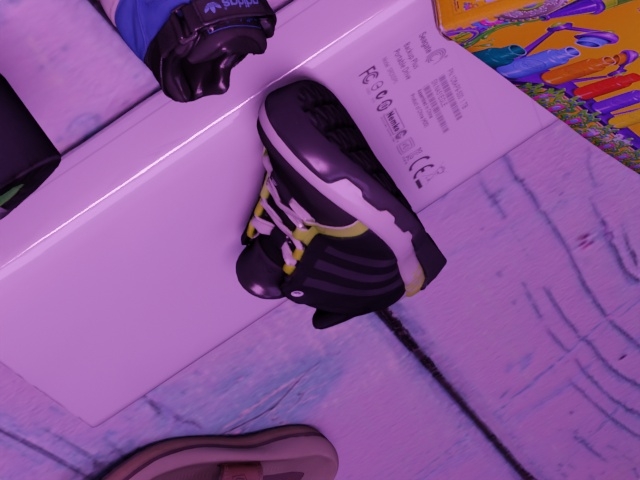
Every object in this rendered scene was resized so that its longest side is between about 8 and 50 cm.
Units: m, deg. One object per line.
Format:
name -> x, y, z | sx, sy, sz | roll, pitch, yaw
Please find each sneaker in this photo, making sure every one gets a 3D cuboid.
sneaker -> -0.043, -0.124, 0.851 | 0.058, 0.084, 0.152 | -12, 148, -39
sneaker -> 0.000, 0.000, 1.019 | 0.097, 0.084, 0.234 | -34, 156, 3

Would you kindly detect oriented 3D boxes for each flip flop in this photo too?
flip flop -> -0.083, 0.197, 1.399 | 0.277, 0.080, 0.112 | -4, 143, -47

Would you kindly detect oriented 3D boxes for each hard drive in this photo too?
hard drive -> -0.024, -0.037, 1.081 | 0.353, 0.047, 0.233 | -34, 156, 1

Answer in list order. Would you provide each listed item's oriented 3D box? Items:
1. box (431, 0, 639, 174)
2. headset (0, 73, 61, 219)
box -> 0.218, -0.167, 0.862 | 0.279, 0.177, 0.290 | -15, 163, 23
headset -> -0.275, 0.029, 0.763 | 0.243, 0.185, 0.394 | -33, -175, 43
